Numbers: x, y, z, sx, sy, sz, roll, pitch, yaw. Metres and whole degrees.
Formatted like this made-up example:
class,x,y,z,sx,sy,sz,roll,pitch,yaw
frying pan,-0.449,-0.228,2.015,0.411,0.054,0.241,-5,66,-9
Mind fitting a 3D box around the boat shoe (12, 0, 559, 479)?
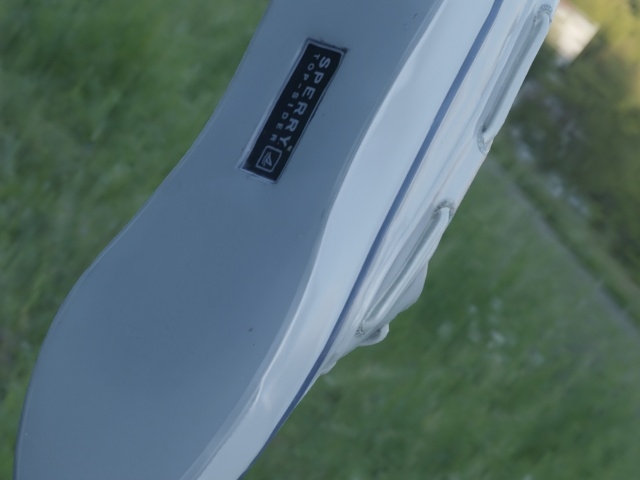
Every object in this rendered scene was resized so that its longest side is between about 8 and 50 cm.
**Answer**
class,x,y,z,sx,sy,sz,roll,pitch,yaw
boat shoe,0.000,0.000,0.564,0.095,0.258,0.084,35,1,41
